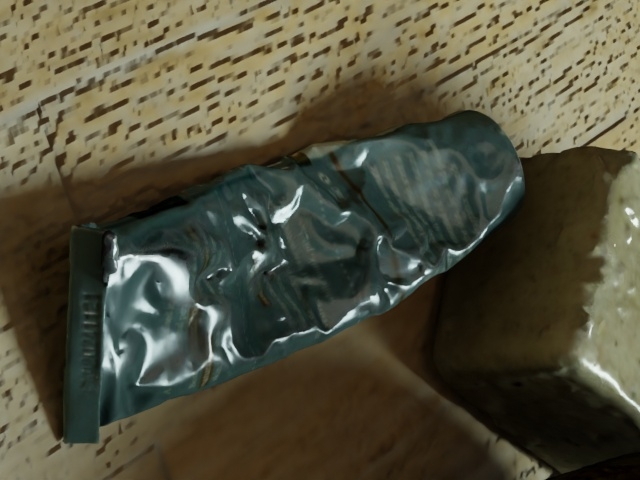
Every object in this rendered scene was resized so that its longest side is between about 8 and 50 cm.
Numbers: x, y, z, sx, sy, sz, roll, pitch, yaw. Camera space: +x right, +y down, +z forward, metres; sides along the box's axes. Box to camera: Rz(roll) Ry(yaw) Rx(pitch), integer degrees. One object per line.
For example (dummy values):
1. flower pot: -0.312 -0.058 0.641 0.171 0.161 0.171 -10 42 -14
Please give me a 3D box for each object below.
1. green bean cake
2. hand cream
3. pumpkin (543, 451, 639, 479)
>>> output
1. green bean cake: 0.135 0.045 0.808 0.179 0.085 0.109 39 57 -38
2. hand cream: 0.000 0.000 0.682 0.248 0.052 0.075 -24 102 -48
3. pumpkin: 0.131 0.207 0.723 0.325 0.242 0.232 9 49 -44
